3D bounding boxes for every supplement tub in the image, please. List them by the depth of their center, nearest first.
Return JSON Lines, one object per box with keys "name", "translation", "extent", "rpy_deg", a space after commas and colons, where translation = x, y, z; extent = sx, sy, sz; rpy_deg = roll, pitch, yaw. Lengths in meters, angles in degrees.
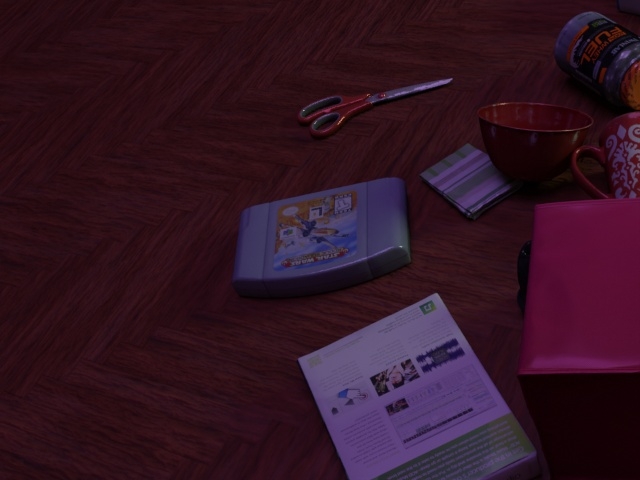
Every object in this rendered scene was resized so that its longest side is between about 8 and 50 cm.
{"name": "supplement tub", "translation": [0.493, -0.301, 1.727], "extent": [0.117, 0.117, 0.190], "rpy_deg": [-31, 42, -8]}

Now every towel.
{"name": "towel", "translation": [0.250, -0.100, 1.706], "extent": [0.113, 0.023, 0.152], "rpy_deg": [-31, 40, -12]}

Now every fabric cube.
{"name": "fabric cube", "translation": [0.391, 0.125, 1.233], "extent": [0.254, 0.259, 0.258], "rpy_deg": [-4, 48, 20]}

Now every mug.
{"name": "mug", "translation": [0.465, -0.088, 1.541], "extent": [0.150, 0.113, 0.169], "rpy_deg": [-21, 43, 30]}

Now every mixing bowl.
{"name": "mixing bowl", "translation": [0.337, -0.153, 1.637], "extent": [0.182, 0.098, 0.181], "rpy_deg": [2, 21, -1]}

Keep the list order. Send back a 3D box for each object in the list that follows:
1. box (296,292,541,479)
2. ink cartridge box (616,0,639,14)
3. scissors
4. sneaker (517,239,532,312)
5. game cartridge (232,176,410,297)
{"name": "box", "translation": [0.123, 0.235, 1.392], "extent": [0.232, 0.058, 0.322], "rpy_deg": [-25, 40, -2]}
{"name": "ink cartridge box", "translation": [0.622, -0.525, 1.882], "extent": [0.082, 0.139, 0.190], "rpy_deg": [22, 58, 41]}
{"name": "scissors", "translation": [0.098, -0.275, 1.950], "extent": [0.297, 0.021, 0.109], "rpy_deg": [-24, 40, 2]}
{"name": "sneaker", "translation": [0.409, 0.036, 1.411], "extent": [0.286, 0.130, 0.109], "rpy_deg": [-11, 41, 12]}
{"name": "game cartridge", "translation": [0.000, 0.000, 1.691], "extent": [0.297, 0.062, 0.198], "rpy_deg": [-12, 39, 13]}
